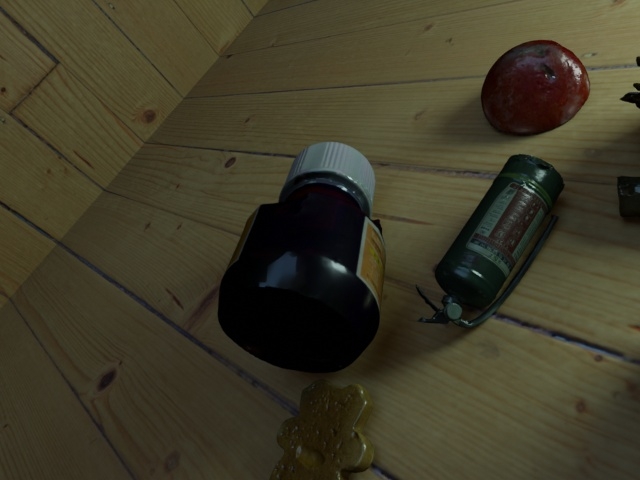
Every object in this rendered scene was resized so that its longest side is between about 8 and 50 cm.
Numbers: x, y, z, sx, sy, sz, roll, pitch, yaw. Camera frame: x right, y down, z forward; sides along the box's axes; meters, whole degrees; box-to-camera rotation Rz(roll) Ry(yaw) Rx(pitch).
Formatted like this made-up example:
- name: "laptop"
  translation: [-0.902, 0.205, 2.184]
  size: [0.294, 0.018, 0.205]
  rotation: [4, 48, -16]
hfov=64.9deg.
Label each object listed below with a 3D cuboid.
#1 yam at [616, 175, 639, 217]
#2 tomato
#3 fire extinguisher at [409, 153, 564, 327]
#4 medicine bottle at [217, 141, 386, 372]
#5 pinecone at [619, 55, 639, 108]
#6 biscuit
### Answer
- name: "yam"
  translation: [0.480, -0.051, 0.581]
  size: [0.252, 0.061, 0.061]
  rotation: [3, 56, 44]
- name: "tomato"
  translation: [0.360, -0.280, 0.875]
  size: [0.173, 0.099, 0.189]
  rotation: [-23, 43, 21]
- name: "fire extinguisher"
  translation: [0.234, 0.016, 0.708]
  size: [0.294, 0.118, 0.093]
  rotation: [-53, 4, -14]
- name: "medicine bottle"
  translation: [0.000, 0.000, 0.825]
  size: [0.242, 0.243, 0.395]
  rotation: [-16, 35, 30]
- name: "pinecone"
  translation: [0.507, -0.213, 0.625]
  size: [0.212, 0.168, 0.186]
  rotation: [-48, 50, 14]
- name: "biscuit"
  translation: [-0.003, 0.304, 0.688]
  size: [0.165, 0.036, 0.226]
  rotation: [-6, 53, 39]
